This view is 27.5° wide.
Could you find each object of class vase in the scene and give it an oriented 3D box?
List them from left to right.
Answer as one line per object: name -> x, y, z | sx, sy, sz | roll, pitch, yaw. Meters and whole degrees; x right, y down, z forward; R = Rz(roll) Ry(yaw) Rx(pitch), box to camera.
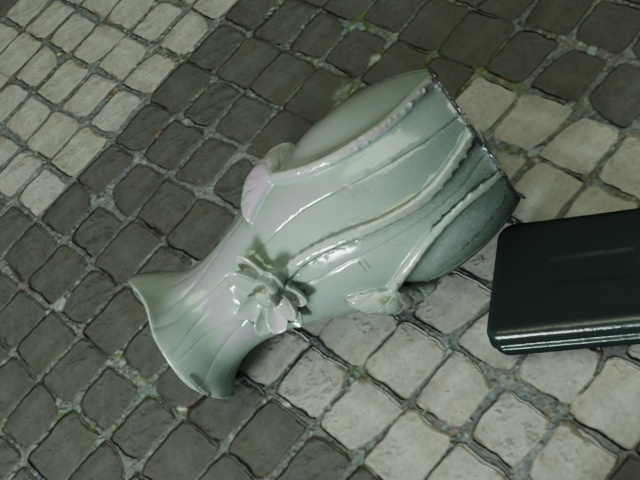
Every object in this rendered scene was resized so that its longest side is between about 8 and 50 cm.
vase -> 0.000, 0.000, 1.499 | 0.445, 0.250, 0.250 | -35, 44, 11

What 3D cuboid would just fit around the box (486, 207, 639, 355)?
box -> 0.294, 0.043, 1.391 | 0.230, 0.050, 0.160 | -8, 51, 28
